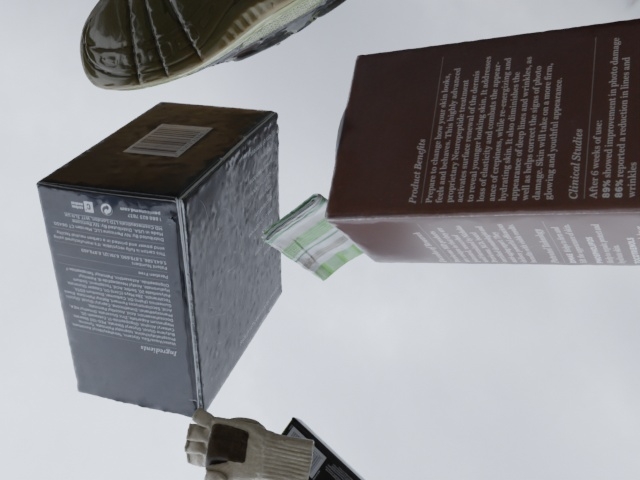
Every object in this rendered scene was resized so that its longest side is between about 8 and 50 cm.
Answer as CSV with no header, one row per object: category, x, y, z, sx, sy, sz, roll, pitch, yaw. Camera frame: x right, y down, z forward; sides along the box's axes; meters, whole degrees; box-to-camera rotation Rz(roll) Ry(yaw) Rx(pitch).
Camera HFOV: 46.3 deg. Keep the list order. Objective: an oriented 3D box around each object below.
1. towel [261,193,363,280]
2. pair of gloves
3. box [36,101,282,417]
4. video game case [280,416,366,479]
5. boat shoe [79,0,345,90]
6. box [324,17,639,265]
towel,0.000,0.000,1.120,0.152,0.113,0.023,38,-156,-42
pair of gloves,-0.131,0.388,1.119,0.204,0.240,0.042,16,172,12
box,-0.290,0.014,1.552,0.297,0.472,0.480,7,-151,15
video game case,-0.028,0.510,1.385,0.275,0.248,0.035,35,179,36
boat shoe,-0.049,-0.149,0.468,0.073,0.223,0.080,3,-113,-64
box,0.210,-0.082,0.707,0.143,0.381,0.191,41,-124,-55
